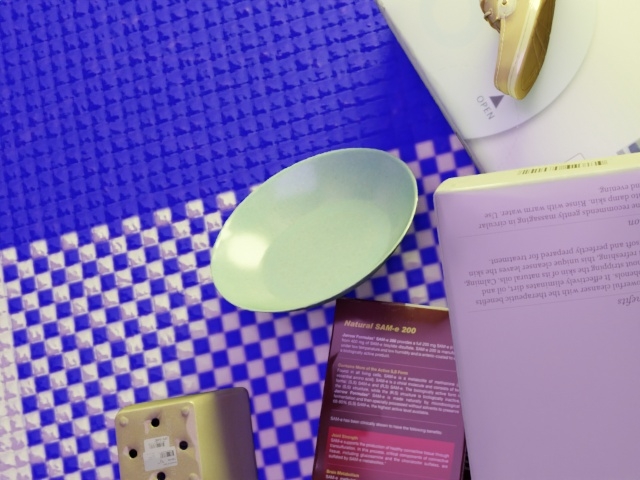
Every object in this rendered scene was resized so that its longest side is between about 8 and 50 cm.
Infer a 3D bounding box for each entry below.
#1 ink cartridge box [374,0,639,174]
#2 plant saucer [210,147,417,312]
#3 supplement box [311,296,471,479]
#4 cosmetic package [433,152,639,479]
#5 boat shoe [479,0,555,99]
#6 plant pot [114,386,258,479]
[{"bbox_3d":[0.278,-0.187,1.459,0.385,0.091,0.308,-33,73,10],"label":"ink cartridge box"},{"bbox_3d":[0.000,0.000,1.500,0.195,0.037,0.195,-19,39,16],"label":"plant saucer"},{"bbox_3d":[0.066,0.174,1.462,0.130,0.073,0.239,6,82,18],"label":"supplement box"},{"bbox_3d":[0.206,0.124,1.334,0.197,0.155,0.365,-6,95,9],"label":"cosmetic package"},{"bbox_3d":[0.158,-0.195,1.423,0.059,0.063,0.170,8,71,18],"label":"boat shoe"},{"bbox_3d":[-0.122,0.182,1.504,0.109,0.096,0.109,-11,76,14],"label":"plant pot"}]
